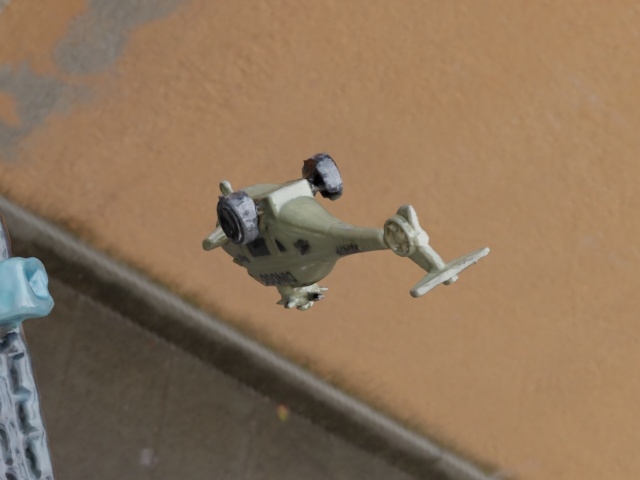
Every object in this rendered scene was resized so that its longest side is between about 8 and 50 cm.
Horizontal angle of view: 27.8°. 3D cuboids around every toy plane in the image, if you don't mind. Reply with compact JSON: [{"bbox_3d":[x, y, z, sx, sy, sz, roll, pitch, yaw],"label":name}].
[{"bbox_3d":[0.000,0.000,0.893,0.092,0.286,0.108,-25,100,-28],"label":"toy plane"}]

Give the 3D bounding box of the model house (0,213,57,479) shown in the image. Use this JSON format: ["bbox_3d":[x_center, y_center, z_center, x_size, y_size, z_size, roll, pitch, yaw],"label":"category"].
[{"bbox_3d":[-0.254,0.128,0.707,0.226,0.241,0.261,33,40,-75],"label":"model house"}]
